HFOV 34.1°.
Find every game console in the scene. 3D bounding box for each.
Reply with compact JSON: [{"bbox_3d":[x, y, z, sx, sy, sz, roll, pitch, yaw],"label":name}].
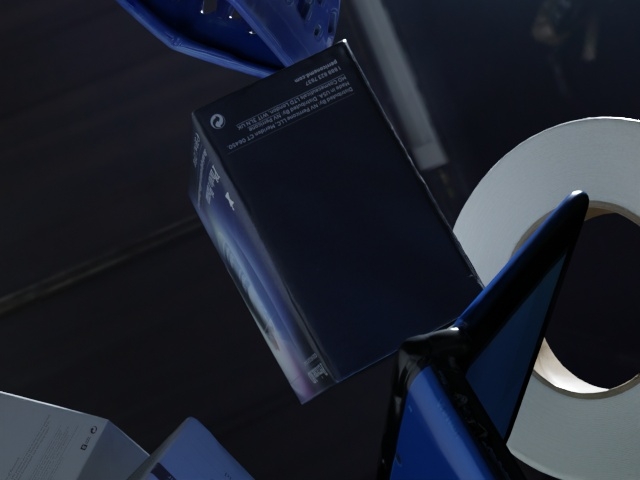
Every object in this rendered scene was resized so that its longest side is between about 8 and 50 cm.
[{"bbox_3d":[0.123,0.164,0.628,0.293,0.173,0.250,95,-25,-45],"label":"game console"}]

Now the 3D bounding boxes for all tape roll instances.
[{"bbox_3d":[0.299,0.064,1.111,0.392,0.072,0.392,-6,-99,44],"label":"tape roll"}]

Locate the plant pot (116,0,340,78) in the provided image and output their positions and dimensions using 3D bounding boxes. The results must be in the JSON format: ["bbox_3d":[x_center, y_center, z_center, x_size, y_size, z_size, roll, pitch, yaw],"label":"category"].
[{"bbox_3d":[-0.098,-0.333,1.196,0.236,0.212,0.236,21,-7,27],"label":"plant pot"}]

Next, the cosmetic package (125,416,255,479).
[{"bbox_3d":[-0.107,0.297,0.714,0.217,0.156,0.385,44,10,-3],"label":"cosmetic package"}]

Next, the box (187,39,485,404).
[{"bbox_3d":[0.000,0.000,1.105,0.294,0.183,0.296,60,-13,8],"label":"box"}]

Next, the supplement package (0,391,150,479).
[{"bbox_3d":[-0.285,0.270,1.006,0.203,0.194,0.149,7,-33,32],"label":"supplement package"}]
